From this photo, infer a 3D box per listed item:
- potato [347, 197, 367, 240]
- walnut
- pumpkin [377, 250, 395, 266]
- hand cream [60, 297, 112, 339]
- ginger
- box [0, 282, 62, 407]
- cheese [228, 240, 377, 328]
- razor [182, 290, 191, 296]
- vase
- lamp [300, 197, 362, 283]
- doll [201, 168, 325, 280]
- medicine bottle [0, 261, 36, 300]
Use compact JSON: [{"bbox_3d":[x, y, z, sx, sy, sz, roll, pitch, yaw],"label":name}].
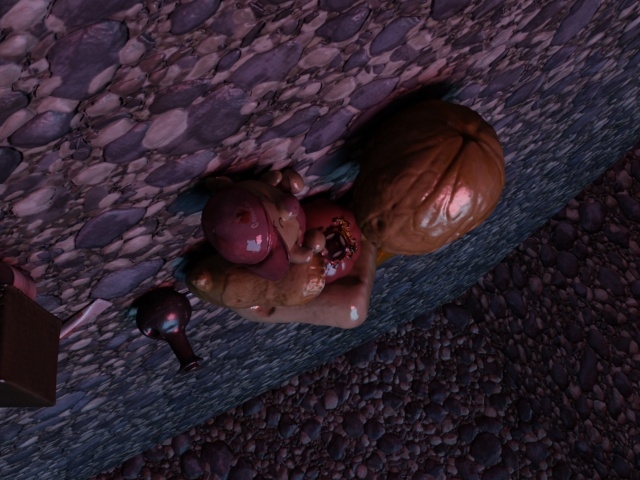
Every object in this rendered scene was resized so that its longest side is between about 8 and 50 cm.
[{"bbox_3d":[0.155,-0.077,1.865,0.234,0.146,0.150,-18,148,37],"label":"potato"},{"bbox_3d":[0.196,-0.115,1.619,0.252,0.277,0.313,13,150,-22],"label":"walnut"},{"bbox_3d":[0.178,-0.039,2.075,0.126,0.131,0.248,-21,164,-33],"label":"pumpkin"},{"bbox_3d":[-0.503,0.182,1.669,0.216,0.038,0.052,-36,-168,4],"label":"hand cream"},{"bbox_3d":[-0.132,0.071,1.677,0.354,0.126,0.190,-7,168,32],"label":"ginger"},{"bbox_3d":[-0.505,0.160,1.252,0.184,0.143,0.273,0,162,-1],"label":"box"},{"bbox_3d":[-0.029,0.067,1.977,0.351,0.129,0.328,2,-146,22],"label":"cheese"},{"bbox_3d":[-0.290,0.124,1.886,0.154,0.044,0.028,-28,139,-19],"label":"razor"},{"bbox_3d":[-0.305,0.192,1.777,0.120,0.183,0.120,-30,165,-9],"label":"vase"},{"bbox_3d":[0.000,0.000,1.796,0.182,0.182,0.140,-23,-162,-26],"label":"lamp"},{"bbox_3d":[-0.094,-0.031,1.479,0.152,0.196,0.256,-56,164,19],"label":"doll"},{"bbox_3d":[-0.477,0.071,1.304,0.058,0.058,0.091,-29,165,-7],"label":"medicine bottle"}]
